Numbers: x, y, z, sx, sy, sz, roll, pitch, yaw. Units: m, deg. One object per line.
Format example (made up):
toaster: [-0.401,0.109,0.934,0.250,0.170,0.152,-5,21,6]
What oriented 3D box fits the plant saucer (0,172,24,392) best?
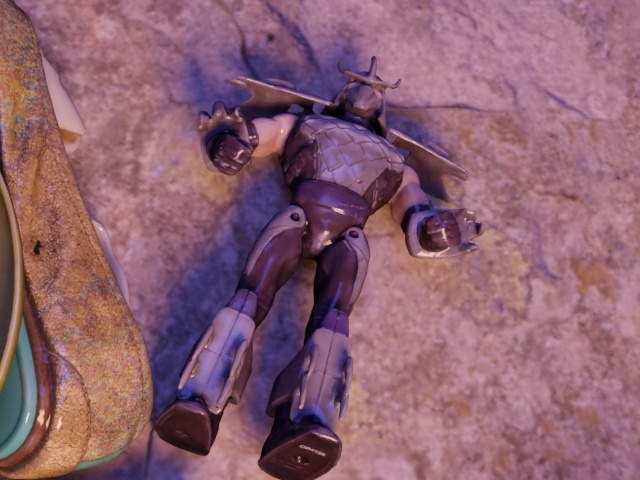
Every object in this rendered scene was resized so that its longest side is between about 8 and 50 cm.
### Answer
plant saucer: [-0.245,0.038,0.792,0.241,0.037,0.241,-6,76,26]

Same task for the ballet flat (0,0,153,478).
ballet flat: [-0.178,-0.030,0.864,0.123,0.123,0.348,-13,70,-17]

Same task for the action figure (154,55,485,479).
action figure: [0.000,0.000,0.890,0.185,0.099,0.285,17,60,2]
